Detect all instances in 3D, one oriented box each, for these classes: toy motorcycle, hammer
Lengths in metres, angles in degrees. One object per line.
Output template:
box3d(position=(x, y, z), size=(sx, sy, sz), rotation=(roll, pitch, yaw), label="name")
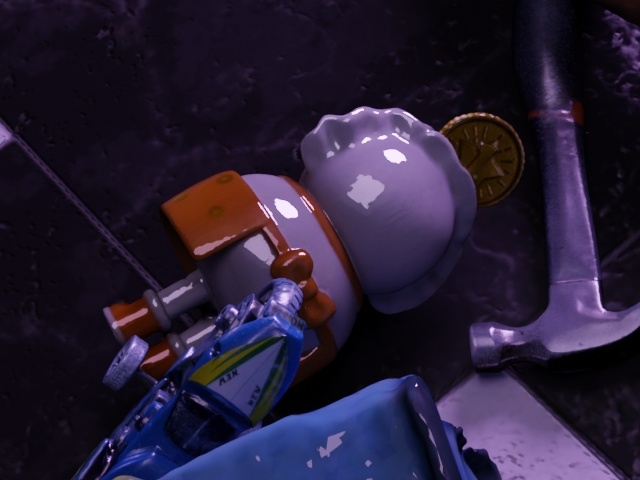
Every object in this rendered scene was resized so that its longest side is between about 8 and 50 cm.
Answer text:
box3d(position=(-0.091, 0.121, 1.082), size=(0.254, 0.092, 0.135), rotation=(-49, 11, 21), label="toy motorcycle")
box3d(position=(0.159, -0.051, 1.236), size=(0.137, 0.037, 0.290), rotation=(-5, 58, 9), label="hammer")

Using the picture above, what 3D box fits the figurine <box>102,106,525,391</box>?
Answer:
box3d(position=(0.000, 0.004, 1.172), size=(0.271, 0.143, 0.143), rotation=(-24, 57, 8), label="figurine")

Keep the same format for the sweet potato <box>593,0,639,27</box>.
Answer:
box3d(position=(0.165, -0.227, 1.289), size=(0.109, 0.109, 0.385), rotation=(-24, 49, -4), label="sweet potato")

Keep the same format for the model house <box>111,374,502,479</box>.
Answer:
box3d(position=(-0.028, 0.218, 0.970), size=(0.303, 0.237, 0.215), rotation=(-18, 66, 10), label="model house")
